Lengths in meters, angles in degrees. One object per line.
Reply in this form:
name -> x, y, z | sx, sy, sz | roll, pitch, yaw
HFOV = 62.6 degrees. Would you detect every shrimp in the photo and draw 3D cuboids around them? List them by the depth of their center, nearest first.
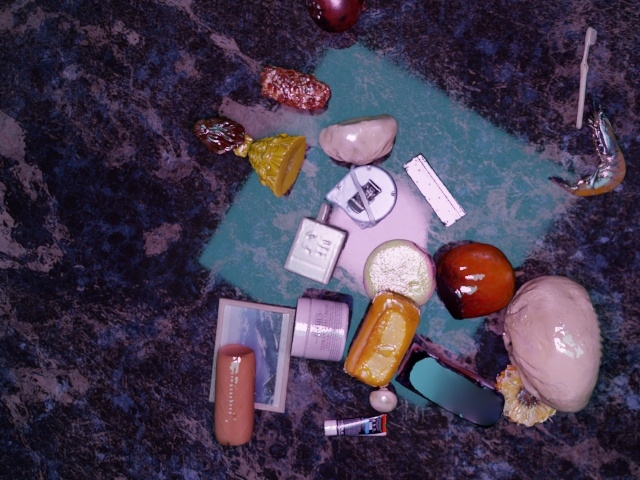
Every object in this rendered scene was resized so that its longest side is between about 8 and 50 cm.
shrimp -> 0.753, -0.251, 1.505 | 0.198, 0.051, 0.261 | -19, 99, 6

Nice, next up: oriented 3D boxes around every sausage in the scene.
sausage -> -0.259, 0.474, 1.594 | 0.121, 0.121, 0.303 | 3, 95, 6

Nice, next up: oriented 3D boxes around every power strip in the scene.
power strip -> 0.000, 0.000, 1.557 | 0.140, 0.139, 0.224 | 22, 95, 6

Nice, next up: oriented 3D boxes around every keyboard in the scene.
keyboard -> 0.339, -0.151, 1.574 | 0.072, 0.023, 0.231 | -36, 88, 13

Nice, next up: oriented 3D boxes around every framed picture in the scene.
framed picture -> -0.215, 0.362, 1.655 | 0.248, 0.022, 0.334 | 8, 94, 6

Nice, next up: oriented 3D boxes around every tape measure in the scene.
tape measure -> 0.135, -0.136, 1.555 | 0.182, 0.107, 0.181 | 39, 102, 6

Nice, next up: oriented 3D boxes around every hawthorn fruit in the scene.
hawthorn fruit -> 0.452, 0.109, 1.484 | 0.250, 0.215, 0.215 | -6, 92, 8

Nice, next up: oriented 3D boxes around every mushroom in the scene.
mushroom -> 0.190, 0.480, 1.592 | 0.084, 0.083, 0.067 | 2, 52, 6

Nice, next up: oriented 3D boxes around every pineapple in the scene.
pineapple -> 0.615, 0.459, 1.557 | 0.222, 0.047, 0.220 | 0, 92, 5

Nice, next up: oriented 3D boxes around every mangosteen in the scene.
mangosteen -> 0.050, -0.703, 1.517 | 0.200, 0.200, 0.199 | 0, 92, 6

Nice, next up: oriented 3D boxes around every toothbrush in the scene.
toothbrush -> 0.757, -0.465, 1.513 | 0.028, 0.026, 0.293 | 8, 93, -9

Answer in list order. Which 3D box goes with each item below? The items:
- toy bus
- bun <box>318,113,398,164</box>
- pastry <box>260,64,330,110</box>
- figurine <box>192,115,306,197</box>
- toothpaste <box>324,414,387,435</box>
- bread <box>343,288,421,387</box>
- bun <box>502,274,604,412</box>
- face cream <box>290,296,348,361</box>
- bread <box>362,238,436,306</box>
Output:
toy bus -> 0.374, 0.418, 1.530 | 0.303, 0.147, 0.127 | 27, 95, 3
bun -> 0.112, -0.284, 1.507 | 0.231, 0.231, 0.133 | -9, 108, 6
pastry -> -0.077, -0.455, 1.571 | 0.209, 0.097, 0.115 | 20, 105, 3
figurine -> -0.222, -0.282, 1.581 | 0.316, 0.168, 0.187 | 26, 123, 15
toothpaste -> 0.109, 0.575, 1.621 | 0.194, 0.045, 0.071 | -4, 100, 0
bread -> 0.184, 0.284, 1.546 | 0.153, 0.119, 0.288 | 25, 104, 5
bun -> 0.619, 0.275, 1.413 | 0.235, 0.326, 0.361 | -2, 87, 10
face cream -> -0.003, 0.259, 1.541 | 0.153, 0.177, 0.177 | 7, 93, -3
bread -> 0.240, 0.109, 1.589 | 0.229, 0.033, 0.228 | 0, 92, 6
